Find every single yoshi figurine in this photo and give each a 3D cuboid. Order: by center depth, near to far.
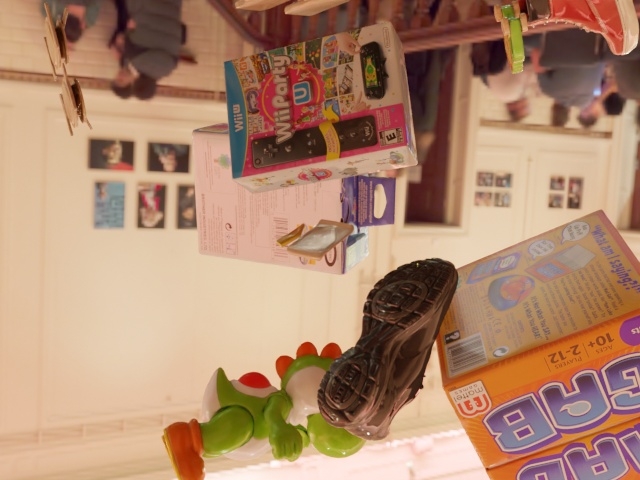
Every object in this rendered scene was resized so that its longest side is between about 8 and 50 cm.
[{"bbox_3d":[-0.062,0.315,1.285,0.362,0.203,0.203,-21,-144,-17],"label":"yoshi figurine"}]

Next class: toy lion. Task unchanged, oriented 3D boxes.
[{"bbox_3d":[0.264,-0.272,1.078,0.034,0.096,0.100,-11,-150,10],"label":"toy lion"}]

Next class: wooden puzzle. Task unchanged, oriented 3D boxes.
[{"bbox_3d":[0.000,0.000,1.032,0.078,0.014,0.116,-38,-147,-25],"label":"wooden puzzle"}]

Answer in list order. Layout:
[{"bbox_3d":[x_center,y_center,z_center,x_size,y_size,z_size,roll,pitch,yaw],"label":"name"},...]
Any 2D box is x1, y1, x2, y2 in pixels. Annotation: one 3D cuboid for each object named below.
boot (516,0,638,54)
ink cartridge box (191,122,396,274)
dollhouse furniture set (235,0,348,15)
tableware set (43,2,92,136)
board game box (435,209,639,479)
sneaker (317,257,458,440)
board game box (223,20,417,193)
[{"bbox_3d":[0.408,-0.363,1.268,0.176,0.088,0.244,-26,142,17],"label":"boot"},{"bbox_3d":[-0.050,-0.088,1.586,0.396,0.270,0.151,8,-160,24],"label":"ink cartridge box"},{"bbox_3d":[0.021,-0.394,0.937,0.242,0.212,0.161,-9,-176,-40],"label":"dollhouse furniture set"},{"bbox_3d":[-0.415,-0.280,1.304,0.039,0.194,0.128,-15,172,-23],"label":"tableware set"},{"bbox_3d":[0.430,0.225,1.383,0.356,0.356,0.356,-24,-159,14],"label":"board game box"},{"bbox_3d":[0.109,0.152,1.114,0.109,0.286,0.130,23,162,47],"label":"sneaker"},{"bbox_3d":[-0.003,-0.220,1.340,0.303,0.224,0.097,-10,166,16],"label":"board game box"}]
